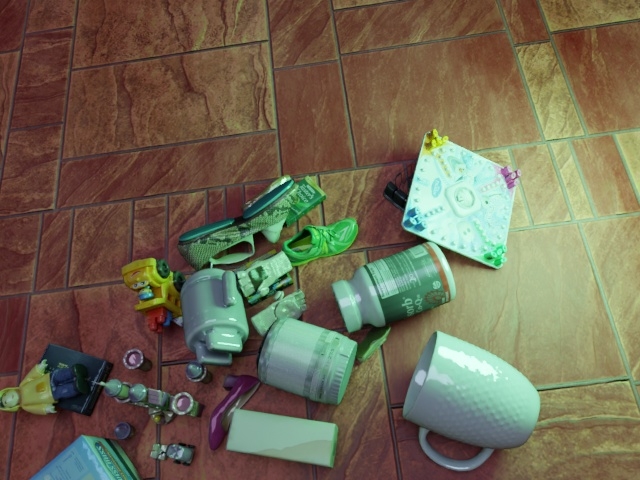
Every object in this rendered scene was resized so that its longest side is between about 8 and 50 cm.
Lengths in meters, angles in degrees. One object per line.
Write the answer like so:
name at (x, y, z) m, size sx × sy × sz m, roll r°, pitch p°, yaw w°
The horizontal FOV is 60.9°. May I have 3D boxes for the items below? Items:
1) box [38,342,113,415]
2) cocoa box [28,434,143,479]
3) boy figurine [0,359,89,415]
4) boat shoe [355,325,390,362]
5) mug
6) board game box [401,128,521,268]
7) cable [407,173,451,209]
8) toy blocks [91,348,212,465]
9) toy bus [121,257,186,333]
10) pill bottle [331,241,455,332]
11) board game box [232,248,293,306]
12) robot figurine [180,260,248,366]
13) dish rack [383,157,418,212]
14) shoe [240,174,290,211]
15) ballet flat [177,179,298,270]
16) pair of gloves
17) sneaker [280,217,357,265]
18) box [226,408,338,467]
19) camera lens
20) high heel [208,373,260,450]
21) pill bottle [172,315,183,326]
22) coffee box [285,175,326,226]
box at (-0.841, 0.463, 1.823) m, size 0.233 × 0.059 × 0.183 m, roll 14°, pitch 68°, yaw 12°
cocoa box at (-0.641, 0.775, 1.572) m, size 0.231 × 0.228 × 0.347 m, roll -40°, pitch 68°, yaw -12°
boy figurine at (-0.897, 0.473, 1.745) m, size 0.285 × 0.092 × 0.177 m, roll -15°, pitch 70°, yaw -2°
boat shoe at (0.174, 0.335, 1.789) m, size 0.056 × 0.048 × 0.153 m, roll 25°, pitch 62°, yaw 40°
mug at (0.426, 0.495, 1.591) m, size 0.328 × 0.276 × 0.373 m, roll 22°, pitch 100°, yaw 7°
board game box at (0.499, -0.148, 1.875) m, size 0.390 × 0.050 × 0.389 m, roll 22°, pitch 68°, yaw -12°
cable at (0.393, -0.169, 1.911) m, size 0.151 × 0.047 × 0.184 m, roll -19°, pitch 71°, yaw -14°
toy blocks at (-0.515, 0.498, 1.665) m, size 0.289 × 0.260 × 0.308 m, roll 8°, pitch 67°, yaw 9°
toy bus at (-0.552, 0.192, 1.808) m, size 0.150 × 0.220 × 0.211 m, roll -16°, pitch 56°, yaw 13°
pill bottle at (0.231, 0.158, 1.767) m, size 0.363 × 0.210 × 0.210 m, roll -20°, pitch 66°, yaw -3°
board game box at (-0.202, 0.129, 1.912) m, size 0.170 × 0.048 × 0.141 m, roll -27°, pitch 64°, yaw -7°
robot figurine at (-0.347, 0.233, 1.771) m, size 0.300 × 0.200 × 0.353 m, roll -51°, pitch 40°, yaw 29°
dish rack at (0.389, -0.210, 1.992) m, size 0.271 × 0.074 × 0.208 m, roll -42°, pitch 70°, yaw -14°
shoe at (-0.196, -0.167, 2.037) m, size 0.219 × 0.076 × 0.058 m, roll -37°, pitch 94°, yaw -6°
ballet flat at (-0.264, -0.035, 1.934) m, size 0.483 × 0.164 × 0.182 m, roll -27°, pitch 109°, yaw 1°
pair of gloves at (-0.156, 0.176, 1.817) m, size 0.204 × 0.042 × 0.240 m, roll -23°, pitch 93°, yaw -26°
sneaker at (0.000, 0.000, 1.905) m, size 0.296 × 0.123 × 0.109 m, roll -24°, pitch 67°, yaw -9°
box at (-0.111, 0.597, 1.644) m, size 0.311 × 0.148 × 0.121 m, roll 5°, pitch 67°, yaw 10°
camera lens at (-0.045, 0.371, 1.695) m, size 0.275 × 0.219 × 0.219 m, roll 15°, pitch 69°, yaw 12°
high heel at (-0.271, 0.542, 1.720) m, size 0.117 × 0.082 × 0.244 m, roll 3°, pitch 53°, yaw 18°
pill bottle at (-0.472, 0.255, 1.886) m, size 0.043 × 0.043 × 0.083 m, roll 29°, pitch 72°, yaw 17°
coffee box at (-0.083, -0.148, 2.026) m, size 0.184 × 0.040 × 0.113 m, roll -36°, pitch 68°, yaw -10°
